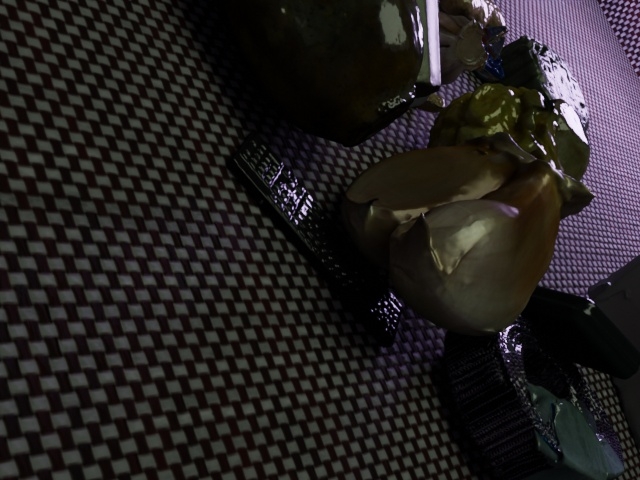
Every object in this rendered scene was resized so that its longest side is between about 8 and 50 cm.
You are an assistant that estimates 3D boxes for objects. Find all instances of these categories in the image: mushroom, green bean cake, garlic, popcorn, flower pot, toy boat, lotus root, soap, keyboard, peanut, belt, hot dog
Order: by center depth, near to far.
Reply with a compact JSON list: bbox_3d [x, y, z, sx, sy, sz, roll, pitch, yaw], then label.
[{"bbox_3d":[0.000,0.000,1.237,0.310,0.018,0.101,50,29,-15],"label":"keyboard"},{"bbox_3d":[0.169,-0.016,1.272,0.313,0.249,0.286,-32,76,-35],"label":"garlic"},{"bbox_3d":[-0.002,-0.289,1.287,0.250,0.250,0.346,-11,72,-59],"label":"lotus root"},{"bbox_3d":[0.296,0.236,1.374,0.325,0.122,0.260,36,29,-40],"label":"belt"},{"bbox_3d":[0.096,-0.314,1.509,0.212,0.212,0.202,-4,87,-58],"label":"flower pot"},{"bbox_3d":[0.296,-0.142,1.621,0.249,0.225,0.249,42,34,-37],"label":"popcorn"},{"bbox_3d":[0.171,-0.246,1.719,0.090,0.034,0.030,28,48,-13],"label":"hot dog"},{"bbox_3d":[0.602,0.200,1.830,0.258,0.159,0.302,56,27,-11],"label":"soap"},{"bbox_3d":[0.210,-0.371,1.836,0.194,0.127,0.131,51,-4,47],"label":"garlic"},{"bbox_3d":[0.432,-0.167,1.913,0.189,0.164,0.267,58,29,1],"label":"mushroom"},{"bbox_3d":[0.342,-0.407,2.056,0.175,0.110,0.091,31,39,-37],"label":"toy boat"},{"bbox_3d":[0.329,-0.482,2.136,0.228,0.085,0.104,14,61,-54],"label":"peanut"},{"bbox_3d":[0.485,-0.315,2.186,0.222,0.125,0.227,18,53,-49],"label":"green bean cake"}]

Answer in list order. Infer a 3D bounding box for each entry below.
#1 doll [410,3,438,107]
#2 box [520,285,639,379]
[{"bbox_3d":[0.138,-0.355,1.690,0.208,0.144,0.271,-15,71,-39],"label":"doll"},{"bbox_3d":[0.353,0.126,1.488,0.160,0.230,0.050,43,76,-26],"label":"box"}]
